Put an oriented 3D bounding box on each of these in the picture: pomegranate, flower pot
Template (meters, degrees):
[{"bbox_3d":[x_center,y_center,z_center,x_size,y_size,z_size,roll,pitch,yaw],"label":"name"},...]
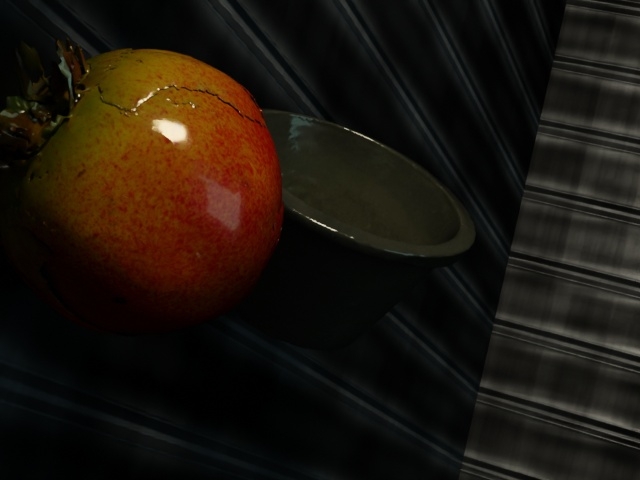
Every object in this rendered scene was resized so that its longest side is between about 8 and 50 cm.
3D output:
[{"bbox_3d":[-0.135,-0.040,0.899,0.235,0.210,0.210,43,57,-35],"label":"pomegranate"},{"bbox_3d":[0.000,0.000,1.248,0.269,0.269,0.166,-35,153,-60],"label":"flower pot"}]
